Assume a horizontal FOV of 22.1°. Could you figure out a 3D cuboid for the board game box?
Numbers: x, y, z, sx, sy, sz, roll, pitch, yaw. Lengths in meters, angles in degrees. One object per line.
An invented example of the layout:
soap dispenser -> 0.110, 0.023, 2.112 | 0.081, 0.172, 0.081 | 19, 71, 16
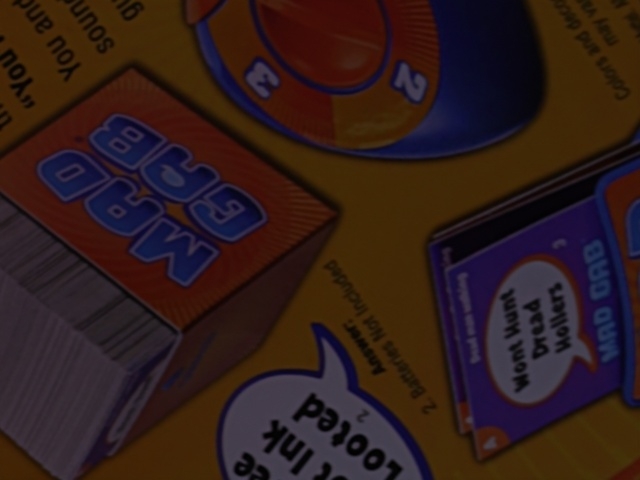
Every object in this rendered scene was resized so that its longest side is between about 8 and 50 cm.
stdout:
board game box -> -0.010, -0.057, 0.606 | 0.356, 0.356, 0.356 | 55, 3, 5
